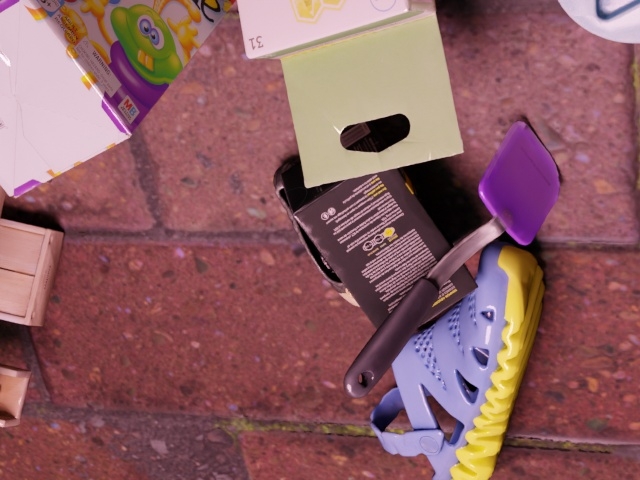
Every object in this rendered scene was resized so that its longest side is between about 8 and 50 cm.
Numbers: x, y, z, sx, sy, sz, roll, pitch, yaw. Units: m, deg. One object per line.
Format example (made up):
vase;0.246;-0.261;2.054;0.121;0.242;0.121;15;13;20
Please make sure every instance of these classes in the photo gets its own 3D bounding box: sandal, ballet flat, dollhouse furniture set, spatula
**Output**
sandal;0.130;0.130;1.517;0.138;0.126;0.317;21;127;10
ballet flat;0.000;0.000;1.513;0.057;0.049;0.173;-19;116;31
dollhouse furniture set;-0.397;0.028;1.477;0.174;0.355;0.303;12;89;11
spatula;0.116;0.024;1.358;0.084;0.296;0.030;48;164;-24

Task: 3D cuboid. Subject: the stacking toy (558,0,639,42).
stacking toy;0.204;-0.306;1.167;0.280;0.130;0.309;19;128;6

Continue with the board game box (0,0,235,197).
board game box;-0.196;-0.185;1.306;0.142;0.275;0.144;-23;113;32

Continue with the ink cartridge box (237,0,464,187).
ink cartridge box;0.018;-0.173;1.297;0.171;0.056;0.235;-11;87;36

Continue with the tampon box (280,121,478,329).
tampon box;0.053;-0.010;1.422;0.101;0.120;0.161;-34;112;5
